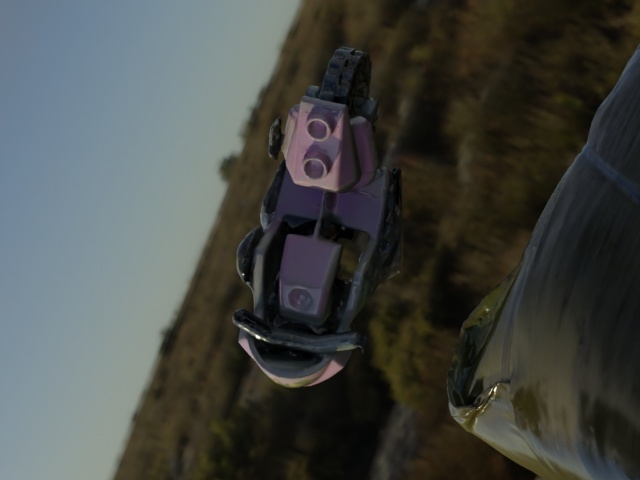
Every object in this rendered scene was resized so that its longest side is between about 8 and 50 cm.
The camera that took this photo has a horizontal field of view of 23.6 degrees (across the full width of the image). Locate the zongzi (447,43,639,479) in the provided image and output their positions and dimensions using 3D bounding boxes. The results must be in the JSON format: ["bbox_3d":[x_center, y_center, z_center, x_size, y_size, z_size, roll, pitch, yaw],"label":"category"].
[{"bbox_3d":[0.237,-0.024,0.663,0.323,0.160,0.360,23,87,58],"label":"zongzi"}]

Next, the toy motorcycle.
[{"bbox_3d":[0.000,0.000,1.348,0.188,0.143,0.327,-65,-14,-52],"label":"toy motorcycle"}]
